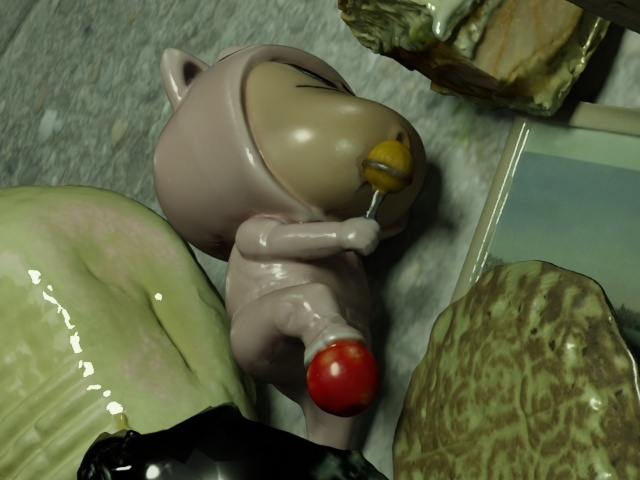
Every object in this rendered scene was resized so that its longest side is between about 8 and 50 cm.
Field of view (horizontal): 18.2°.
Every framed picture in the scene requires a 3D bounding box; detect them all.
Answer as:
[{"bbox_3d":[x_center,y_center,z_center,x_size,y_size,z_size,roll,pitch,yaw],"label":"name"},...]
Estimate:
[{"bbox_3d":[0.158,0.035,1.050,0.289,0.016,0.213,17,88,60],"label":"framed picture"}]

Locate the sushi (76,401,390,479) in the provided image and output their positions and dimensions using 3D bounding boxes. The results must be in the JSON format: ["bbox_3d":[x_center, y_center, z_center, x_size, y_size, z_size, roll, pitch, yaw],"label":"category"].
[{"bbox_3d":[-0.072,0.227,1.068,0.219,0.238,0.225,-48,-10,-39],"label":"sushi"}]

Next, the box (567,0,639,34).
[{"bbox_3d":[0.229,-0.188,0.857,0.297,0.225,0.190,9,80,61],"label":"box"}]

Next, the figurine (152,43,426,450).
[{"bbox_3d":[0.000,0.000,1.219,0.186,0.176,0.287,-27,55,27],"label":"figurine"}]

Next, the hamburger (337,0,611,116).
[{"bbox_3d":[0.104,-0.188,1.149,0.207,0.135,0.155,-61,26,-1],"label":"hamburger"}]

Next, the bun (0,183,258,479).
[{"bbox_3d":[-0.175,0.140,1.343,0.361,0.213,0.361,2,93,36],"label":"bun"}]

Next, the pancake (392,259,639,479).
[{"bbox_3d":[0.104,0.115,1.038,0.235,0.029,0.212,24,107,59],"label":"pancake"}]
